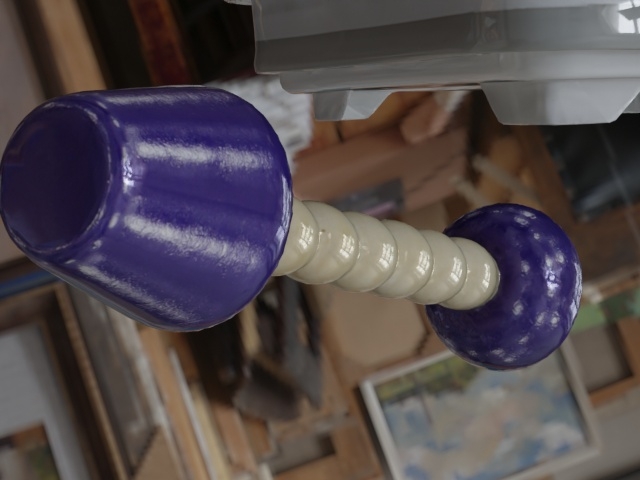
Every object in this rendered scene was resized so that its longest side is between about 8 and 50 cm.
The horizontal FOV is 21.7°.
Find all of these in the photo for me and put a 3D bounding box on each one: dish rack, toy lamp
[{"bbox_3d":[0.129,-0.090,0.753,0.285,0.072,0.333,-4,-174,-21],"label":"dish rack"},{"bbox_3d":[0.000,0.000,0.577,0.080,0.080,0.274,-30,158,25],"label":"toy lamp"}]
